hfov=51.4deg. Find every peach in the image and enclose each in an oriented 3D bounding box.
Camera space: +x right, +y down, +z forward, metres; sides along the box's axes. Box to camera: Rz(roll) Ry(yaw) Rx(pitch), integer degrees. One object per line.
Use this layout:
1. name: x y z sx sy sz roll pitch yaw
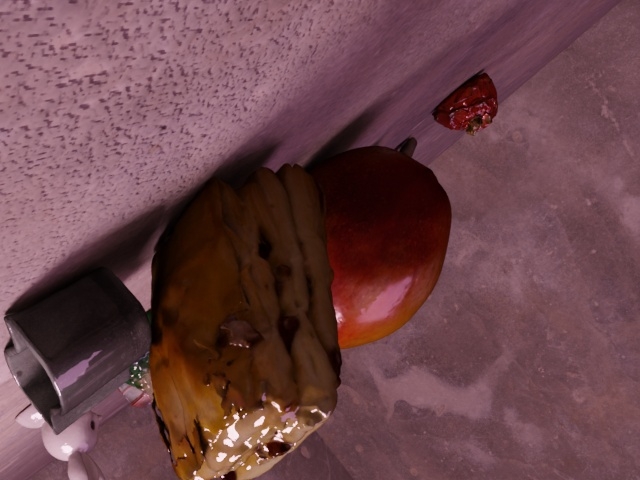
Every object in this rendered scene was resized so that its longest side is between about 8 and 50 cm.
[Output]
1. peach: 0.059 0.005 1.041 0.332 0.308 0.308 -51 172 24

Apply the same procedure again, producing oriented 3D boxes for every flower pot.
1. flower pot: -0.258 0.117 0.702 0.108 0.103 0.229 -37 175 -34

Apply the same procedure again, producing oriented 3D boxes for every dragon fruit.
1. dragon fruit: 0.342 -0.299 1.480 0.162 0.106 0.083 -36 175 -3

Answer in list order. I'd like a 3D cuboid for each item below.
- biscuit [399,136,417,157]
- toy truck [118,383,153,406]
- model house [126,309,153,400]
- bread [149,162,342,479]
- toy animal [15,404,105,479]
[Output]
1. biscuit: 0.175 -0.153 1.735 0.141 0.038 0.290 -67 -172 -22
2. toy truck: -0.336 0.267 1.512 0.114 0.135 0.270 -41 176 42
3. model house: -0.221 0.249 1.292 0.245 0.280 0.312 -36 174 -34
4. bread: -0.102 0.086 0.732 0.277 0.167 0.324 126 -31 -46
5. toy animal: -0.424 0.361 1.180 0.131 0.221 0.104 -35 171 -30
